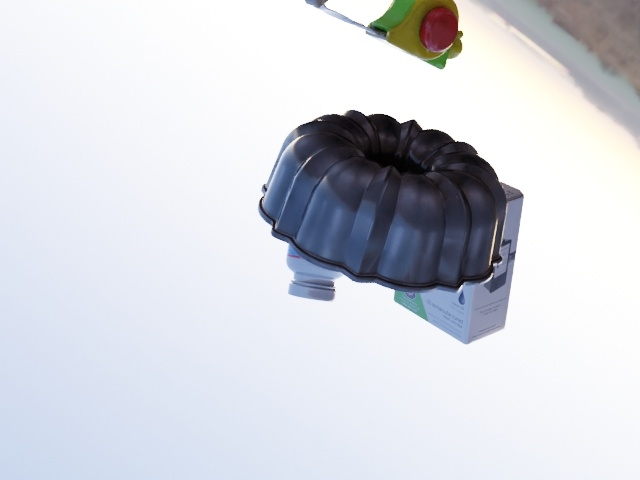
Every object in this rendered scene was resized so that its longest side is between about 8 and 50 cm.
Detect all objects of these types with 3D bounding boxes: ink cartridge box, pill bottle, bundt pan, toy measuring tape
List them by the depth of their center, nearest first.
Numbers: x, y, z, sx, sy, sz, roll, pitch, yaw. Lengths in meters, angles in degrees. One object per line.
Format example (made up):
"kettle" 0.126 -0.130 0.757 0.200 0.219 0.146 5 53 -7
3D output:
"bundt pan" 0.091 -0.070 1.220 0.331 0.124 0.331 12 -152 -6
"pill bottle" 0.000 0.000 1.300 0.087 0.160 0.087 10 -179 0
"toy measuring tape" 0.117 -0.358 1.459 0.330 0.121 0.121 15 -153 -43
"ink cartridge box" 0.244 0.017 1.710 0.115 0.272 0.198 -17 -149 -34
